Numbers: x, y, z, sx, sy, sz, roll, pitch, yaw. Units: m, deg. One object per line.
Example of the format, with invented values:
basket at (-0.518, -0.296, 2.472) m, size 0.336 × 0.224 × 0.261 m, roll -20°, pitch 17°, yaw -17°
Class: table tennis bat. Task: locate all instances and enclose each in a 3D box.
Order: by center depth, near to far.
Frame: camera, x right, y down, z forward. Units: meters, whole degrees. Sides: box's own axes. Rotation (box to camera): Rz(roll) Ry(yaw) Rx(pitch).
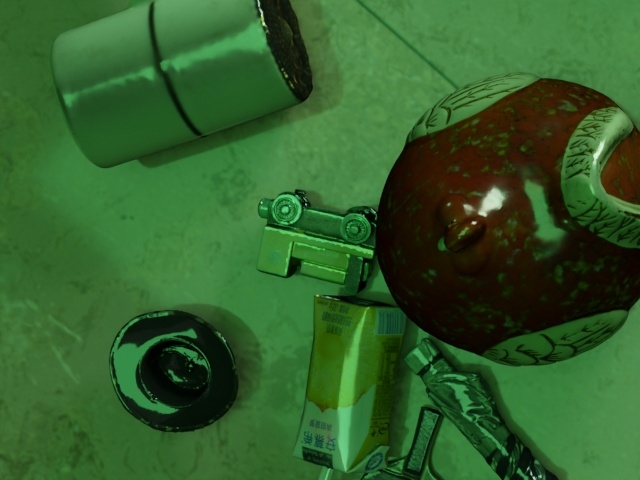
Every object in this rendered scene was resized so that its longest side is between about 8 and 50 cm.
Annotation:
table tennis bat at (0.077, 0.223, 1.577) m, size 0.095 × 0.014 × 0.158 m, roll 18°, pitch 98°, yaw 13°

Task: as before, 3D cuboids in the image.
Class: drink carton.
drink carton at (0.023, 0.150, 1.551) m, size 0.084 × 0.074 × 0.200 m, roll 11°, pitch 96°, yaw 37°

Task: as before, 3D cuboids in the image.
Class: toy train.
toy train at (0.000, 0.000, 1.568) m, size 0.122 × 0.050 × 0.081 m, roll 14°, pitch 100°, yaw 11°

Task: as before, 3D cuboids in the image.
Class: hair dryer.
hair dryer at (-0.154, -0.262, 1.549) m, size 0.203 × 0.128 × 0.362 m, roll -18°, pitch 89°, yaw 14°

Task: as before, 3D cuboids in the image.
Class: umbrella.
umbrella at (0.145, 0.160, 1.545) m, size 0.050 × 0.046 × 0.188 m, roll -41°, pitch 78°, yaw 8°

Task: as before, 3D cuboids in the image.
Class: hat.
hat at (-0.128, 0.114, 1.600) m, size 0.121 × 0.050 × 0.121 m, roll 1°, pitch 94°, yaw 8°

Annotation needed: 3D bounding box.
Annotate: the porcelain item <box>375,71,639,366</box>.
porcelain item at (0.155, -0.015, 1.440) m, size 0.253 × 0.253 × 0.253 m, roll 1°, pitch 92°, yaw 13°
